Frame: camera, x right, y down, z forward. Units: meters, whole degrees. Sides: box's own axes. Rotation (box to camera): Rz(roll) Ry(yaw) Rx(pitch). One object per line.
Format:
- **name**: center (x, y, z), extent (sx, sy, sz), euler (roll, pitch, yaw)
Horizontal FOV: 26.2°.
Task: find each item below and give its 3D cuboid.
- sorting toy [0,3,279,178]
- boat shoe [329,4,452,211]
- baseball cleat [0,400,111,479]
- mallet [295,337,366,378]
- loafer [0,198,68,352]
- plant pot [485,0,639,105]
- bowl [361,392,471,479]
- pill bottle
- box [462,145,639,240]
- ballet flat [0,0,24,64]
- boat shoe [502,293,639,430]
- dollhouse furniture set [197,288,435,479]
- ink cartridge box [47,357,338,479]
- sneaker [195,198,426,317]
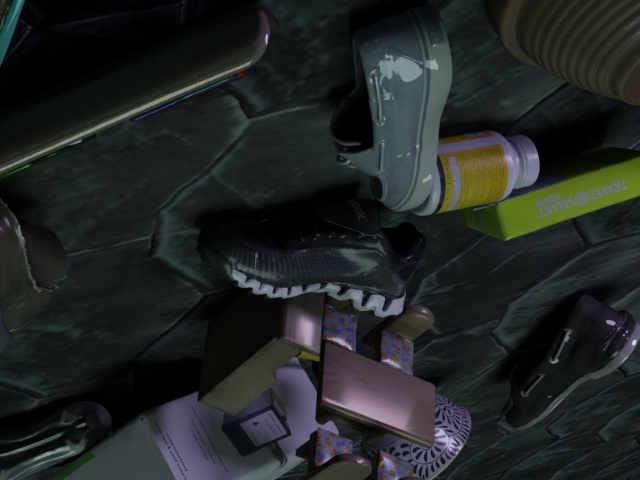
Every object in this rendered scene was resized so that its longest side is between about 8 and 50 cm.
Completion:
- **sorting toy**: center (-0.165, -0.062, 0.811), extent (0.307, 0.041, 0.229), euler (-23, -169, 3)
- **boat shoe**: center (0.045, -0.095, 1.051), extent (0.081, 0.079, 0.227), euler (-11, 151, -9)
- **baseball cleat**: center (-0.321, 0.232, 1.468), extent (0.206, 0.072, 0.109), euler (-14, 161, -12)
- **mallet**: center (-0.015, 0.121, 1.544), extent (0.062, 0.039, 0.190), euler (-33, 151, 19)
- **loafer**: center (-0.242, 0.008, 1.021), extent (0.087, 0.094, 0.251), euler (-41, 174, -19)
- **plant pot**: center (0.248, -0.174, 0.996), extent (0.237, 0.109, 0.237), euler (-18, 157, -8)
- **bowl**: center (0.113, 0.257, 1.874), extent (0.170, 0.080, 0.170), euler (-33, -159, 14)
- **pill bottle**: center (0.131, -0.062, 1.206), extent (0.116, 0.065, 0.065), euler (-11, 156, -24)
- **box**: center (0.212, -0.044, 1.291), extent (0.178, 0.042, 0.109), euler (-18, -169, -10)
- **ballet flat**: center (-0.165, -0.179, 0.629), extent (0.124, 0.116, 0.342), euler (17, 142, -27)
- **boat shoe**: center (0.324, 0.163, 1.900), extent (0.112, 0.095, 0.335), euler (-51, 179, -32)
- **dollhouse furniture set**: center (0.026, 0.127, 1.365), extent (0.242, 0.212, 0.161), euler (24, 139, -24)
- **ink cartridge box**: center (-0.141, 0.247, 1.537), extent (0.198, 0.114, 0.273), euler (-37, 167, 34)
- **sneaker**: center (0.000, 0.000, 1.226), extent (0.234, 0.078, 0.106), euler (13, 119, -35)
